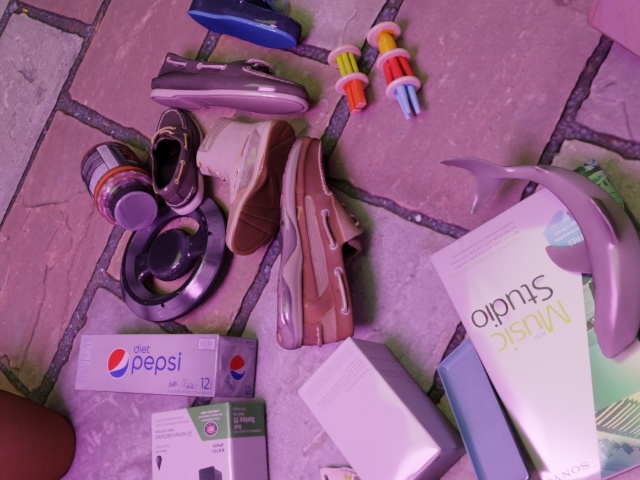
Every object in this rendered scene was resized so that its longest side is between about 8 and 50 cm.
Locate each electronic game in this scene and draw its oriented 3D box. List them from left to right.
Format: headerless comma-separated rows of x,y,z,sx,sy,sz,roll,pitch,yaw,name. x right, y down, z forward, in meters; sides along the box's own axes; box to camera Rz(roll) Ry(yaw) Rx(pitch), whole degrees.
-0.245,0.024,1.134,0.229,0.048,0.229,-14,61,28,electronic game

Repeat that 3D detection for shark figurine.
0.272,-0.033,0.736,0.166,0.116,0.278,-44,61,12,shark figurine

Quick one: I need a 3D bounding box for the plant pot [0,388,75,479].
-0.536,0.341,1.103,0.237,0.254,0.237,-9,72,29,plant pot

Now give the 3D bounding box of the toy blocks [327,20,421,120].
0.082,-0.229,1.001,0.123,0.054,0.148,-25,66,23,toy blocks

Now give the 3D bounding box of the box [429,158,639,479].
0.295,0.098,0.784,0.232,0.058,0.322,-34,63,20,box

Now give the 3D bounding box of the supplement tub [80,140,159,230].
-0.336,-0.089,1.157,0.106,0.106,0.198,-55,40,8,supplement tub

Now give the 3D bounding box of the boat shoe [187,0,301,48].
-0.129,-0.392,1.142,0.258,0.109,0.089,27,88,31,boat shoe

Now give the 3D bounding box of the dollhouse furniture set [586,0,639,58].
0.457,-0.359,0.700,0.303,0.174,0.355,41,97,13,dollhouse furniture set

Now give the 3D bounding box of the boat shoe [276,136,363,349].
0.000,0.000,0.968,0.117,0.123,0.324,2,66,-2,boat shoe

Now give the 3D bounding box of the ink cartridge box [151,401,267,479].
-0.157,0.344,0.974,0.153,0.087,0.208,-15,71,28,ink cartridge box

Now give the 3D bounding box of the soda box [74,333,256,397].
-0.242,0.192,1.058,0.286,0.098,0.091,-5,76,31,soda box

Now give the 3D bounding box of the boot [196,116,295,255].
-0.134,-0.090,1.074,0.165,0.077,0.213,14,87,43,boot

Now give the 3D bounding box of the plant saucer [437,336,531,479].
0.188,0.206,0.796,0.067,0.018,0.192,-51,34,30,plant saucer

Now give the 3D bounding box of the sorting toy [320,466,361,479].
0.024,0.333,0.897,0.075,0.045,0.083,5,80,39,sorting toy

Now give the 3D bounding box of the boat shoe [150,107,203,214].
-0.245,-0.149,1.147,0.081,0.069,0.227,-27,52,15,boat shoe

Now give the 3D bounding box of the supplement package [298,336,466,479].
0.078,0.223,0.853,0.105,0.105,0.179,-48,58,11,supplement package

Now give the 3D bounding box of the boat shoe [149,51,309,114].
-0.155,-0.267,1.121,0.335,0.112,0.095,10,87,36,boat shoe
